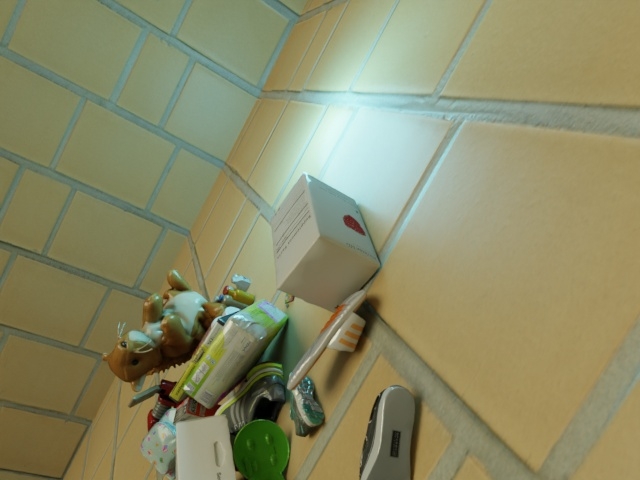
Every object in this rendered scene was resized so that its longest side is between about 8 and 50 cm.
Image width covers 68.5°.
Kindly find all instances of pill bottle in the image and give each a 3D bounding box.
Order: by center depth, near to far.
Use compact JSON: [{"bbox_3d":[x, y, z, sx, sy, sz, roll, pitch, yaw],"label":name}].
[{"bbox_3d":[-0.321,0.329,1.539,0.216,0.121,0.121,-57,26,16],"label":"pill bottle"}]

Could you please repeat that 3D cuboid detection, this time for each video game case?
[{"bbox_3d":[-0.292,0.312,1.335,0.248,0.035,0.275,-57,-9,4],"label":"video game case"}]

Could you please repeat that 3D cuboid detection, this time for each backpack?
[{"bbox_3d":[-0.453,0.622,1.470,0.165,0.144,0.188,29,82,29],"label":"backpack"}]

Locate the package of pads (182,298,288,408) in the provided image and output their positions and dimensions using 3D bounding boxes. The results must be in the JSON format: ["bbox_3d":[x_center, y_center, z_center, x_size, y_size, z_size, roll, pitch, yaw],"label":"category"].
[{"bbox_3d":[-0.204,0.279,1.224,0.229,0.101,0.296,-55,-7,8],"label":"package of pads"}]

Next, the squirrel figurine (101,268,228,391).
[{"bbox_3d":[-0.549,0.363,1.641,0.370,0.281,0.397,-45,-17,-37],"label":"squirrel figurine"}]

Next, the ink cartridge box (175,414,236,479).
[{"bbox_3d":[-0.261,0.565,1.049,0.201,0.117,0.278,-119,33,-53],"label":"ink cartridge box"}]

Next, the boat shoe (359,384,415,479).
[{"bbox_3d":[0.099,0.354,0.771,0.076,0.080,0.229,130,154,-66],"label":"boat shoe"}]

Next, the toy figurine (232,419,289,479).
[{"bbox_3d":[-0.151,0.520,1.088,0.159,0.130,0.173,-54,48,51],"label":"toy figurine"}]

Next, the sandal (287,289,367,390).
[{"bbox_3d":[0.031,0.224,1.010,0.265,0.076,0.102,-53,2,-1],"label":"sandal"}]

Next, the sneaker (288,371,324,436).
[{"bbox_3d":[-0.049,0.366,1.054,0.076,0.065,0.166,-61,24,17],"label":"sneaker"}]

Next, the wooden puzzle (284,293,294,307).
[{"bbox_3d":[-0.088,0.158,1.383,0.049,0.006,0.083,-27,44,52],"label":"wooden puzzle"}]

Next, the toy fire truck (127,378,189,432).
[{"bbox_3d":[-0.534,0.567,1.580,0.217,0.246,0.158,-63,25,3],"label":"toy fire truck"}]

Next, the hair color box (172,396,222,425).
[{"bbox_3d":[-0.312,0.496,1.311,0.093,0.167,0.053,-44,32,35],"label":"hair color box"}]

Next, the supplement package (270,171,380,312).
[{"bbox_3d":[0.000,0.000,1.158,0.175,0.177,0.293,-51,29,25],"label":"supplement package"}]

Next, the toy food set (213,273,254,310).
[{"bbox_3d":[-0.322,0.184,1.693,0.111,0.104,0.232,-60,26,9],"label":"toy food set"}]

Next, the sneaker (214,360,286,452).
[{"bbox_3d":[-0.185,0.448,1.190,0.300,0.111,0.121,-58,30,18],"label":"sneaker"}]
